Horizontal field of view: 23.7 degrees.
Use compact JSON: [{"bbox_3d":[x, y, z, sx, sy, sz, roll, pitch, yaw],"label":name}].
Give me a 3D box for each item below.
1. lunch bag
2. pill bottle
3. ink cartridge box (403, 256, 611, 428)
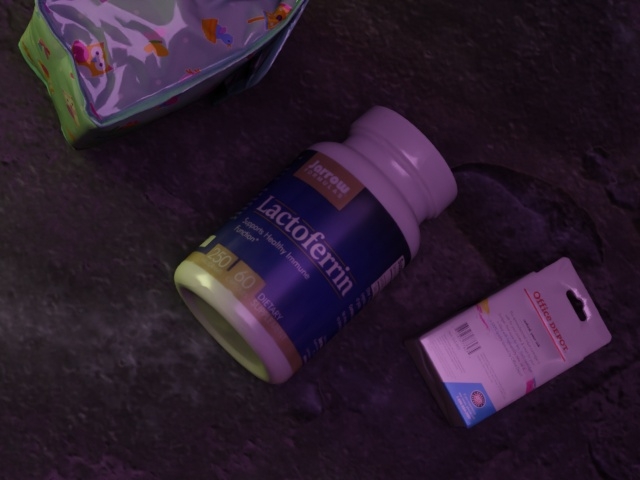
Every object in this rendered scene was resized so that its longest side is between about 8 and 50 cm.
[{"bbox_3d":[-0.134,-0.199,1.441,0.262,0.223,0.160,-26,95,-16],"label":"lunch bag"},{"bbox_3d":[0.000,0.000,1.481,0.265,0.153,0.153,-44,93,-14],"label":"pill bottle"},{"bbox_3d":[0.191,0.103,1.555,0.181,0.061,0.104,-28,90,-14],"label":"ink cartridge box"}]
